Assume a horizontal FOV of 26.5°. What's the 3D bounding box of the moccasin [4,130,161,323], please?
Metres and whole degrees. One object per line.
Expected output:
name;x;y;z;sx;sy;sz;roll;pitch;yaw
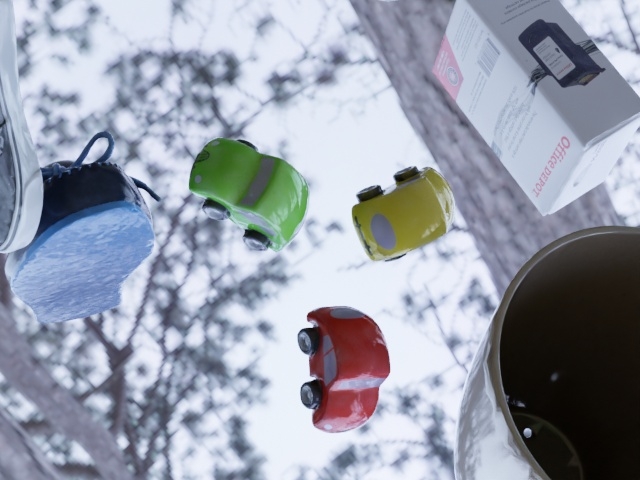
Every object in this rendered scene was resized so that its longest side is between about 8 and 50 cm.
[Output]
moccasin;-0.224;-0.013;1.155;0.138;0.116;0.342;-11;169;-20

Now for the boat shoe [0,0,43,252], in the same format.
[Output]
boat shoe;-0.247;-0.084;0.935;0.078;0.219;0.070;20;-144;35

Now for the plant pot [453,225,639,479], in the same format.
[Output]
plant pot;0.216;0.162;1.144;0.256;0.257;0.274;-59;180;-30

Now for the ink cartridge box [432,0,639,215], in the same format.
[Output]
ink cartridge box;0.248;-0.174;1.573;0.100;0.172;0.237;-29;-109;-19

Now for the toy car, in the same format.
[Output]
toy car;0.000;0.000;1.025;0.053;0.225;0.239;-10;-131;54
